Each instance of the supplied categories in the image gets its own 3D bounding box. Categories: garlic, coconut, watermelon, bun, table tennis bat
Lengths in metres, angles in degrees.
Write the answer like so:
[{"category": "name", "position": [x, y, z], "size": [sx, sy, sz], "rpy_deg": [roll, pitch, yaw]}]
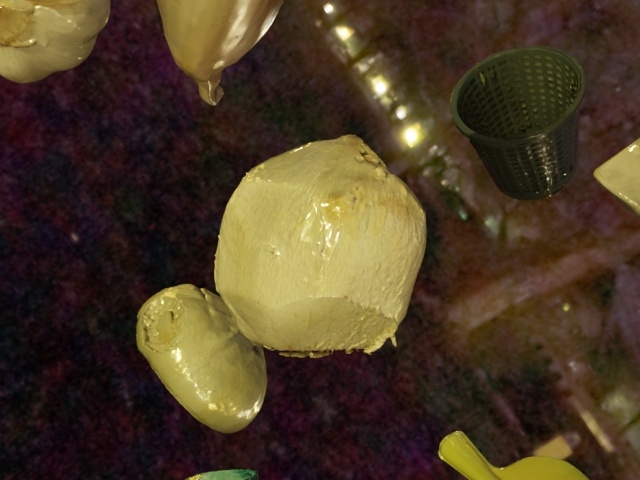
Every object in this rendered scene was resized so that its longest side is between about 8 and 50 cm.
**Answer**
[{"category": "garlic", "position": [-0.391, -0.295, 1.148], "size": [0.178, 0.229, 0.143], "rpy_deg": [-69, 153, -56]}, {"category": "coconut", "position": [0.000, 0.000, 1.395], "size": [0.346, 0.346, 0.361], "rpy_deg": [-57, 155, -80]}, {"category": "watermelon", "position": [-0.202, 0.584, 1.685], "size": [0.094, 0.154, 0.241], "rpy_deg": [-86, 177, -65]}, {"category": "garlic", "position": [-0.051, -0.219, 0.570], "size": [0.110, 0.228, 0.217], "rpy_deg": [31, -10, -5]}, {"category": "bun", "position": [-0.236, 0.243, 1.860], "size": [0.364, 0.202, 0.364], "rpy_deg": [52, 3, -4]}, {"category": "table tennis bat", "position": [0.319, 0.438, 1.402], "size": [0.054, 0.224, 0.368], "rpy_deg": [40, -3, -35]}]

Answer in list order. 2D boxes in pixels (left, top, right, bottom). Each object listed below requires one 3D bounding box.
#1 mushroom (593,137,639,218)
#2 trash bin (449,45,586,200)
[{"category": "mushroom", "position": [0.418, -0.042, 0.777], "size": [0.349, 0.128, 0.128], "rpy_deg": [12, 17, -5]}, {"category": "trash bin", "position": [0.278, -0.147, 1.125], "size": [0.161, 0.175, 0.175], "rpy_deg": [57, 5, -48]}]
